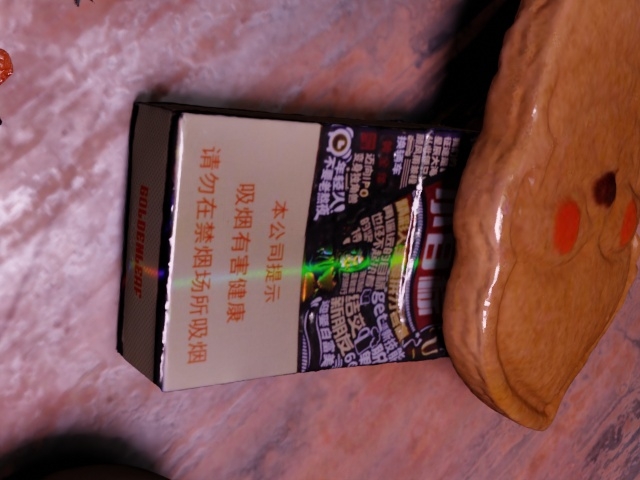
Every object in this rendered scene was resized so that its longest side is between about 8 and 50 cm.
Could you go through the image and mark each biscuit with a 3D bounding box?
[{"bbox_3d":[0.227,-0.047,0.823,0.350,0.078,0.455,2,100,-51],"label":"biscuit"}]

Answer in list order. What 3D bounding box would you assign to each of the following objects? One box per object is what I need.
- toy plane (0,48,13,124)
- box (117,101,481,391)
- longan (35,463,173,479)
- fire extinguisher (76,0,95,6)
[{"bbox_3d":[-0.251,-0.064,0.543,0.130,0.061,0.189,-4,109,-36],"label":"toy plane"},{"bbox_3d":[0.000,0.000,0.725,0.310,0.084,0.198,-2,103,-35],"label":"box"},{"bbox_3d":[-0.145,0.255,0.624,0.196,0.197,0.220,-43,118,-19],"label":"longan"},{"bbox_3d":[-0.131,-0.184,0.620,0.083,0.022,0.028,-32,149,-25],"label":"fire extinguisher"}]
